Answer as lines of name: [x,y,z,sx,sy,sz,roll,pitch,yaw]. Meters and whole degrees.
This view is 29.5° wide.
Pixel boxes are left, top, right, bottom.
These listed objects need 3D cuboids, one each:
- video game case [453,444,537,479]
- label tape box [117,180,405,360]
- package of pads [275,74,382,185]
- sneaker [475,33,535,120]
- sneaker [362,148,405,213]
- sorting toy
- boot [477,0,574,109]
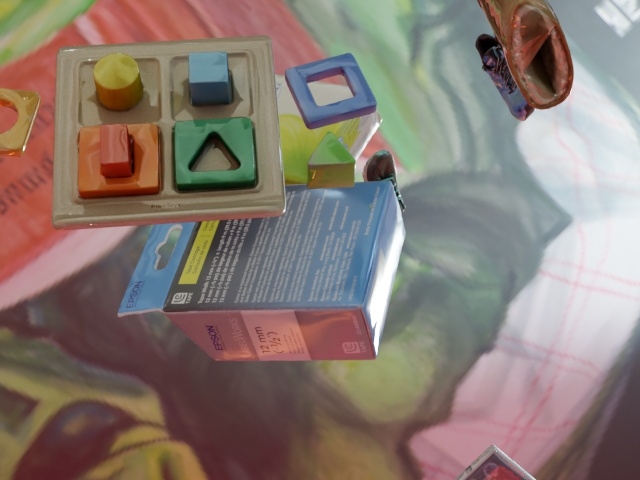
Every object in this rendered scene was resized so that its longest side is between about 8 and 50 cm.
video game case: [0.263,0.420,1.850,0.173,0.190,0.022,-45,-156,9]
label tape box: [-0.075,0.042,1.695,0.348,0.115,0.249,-3,-137,19]
package of pads: [-0.063,-0.184,2.176,0.297,0.101,0.229,15,-118,35]
sneaker: [0.235,-0.212,1.556,0.063,0.073,0.162,-51,-147,22]
sneaker: [0.116,-0.076,2.049,0.065,0.166,0.076,-25,-139,-24]
sorting toy: [-0.125,-0.098,0.971,0.047,0.348,0.196,91,-6,-56]
boot: [0.209,-0.307,1.379,0.089,0.236,0.269,-24,-149,11]
